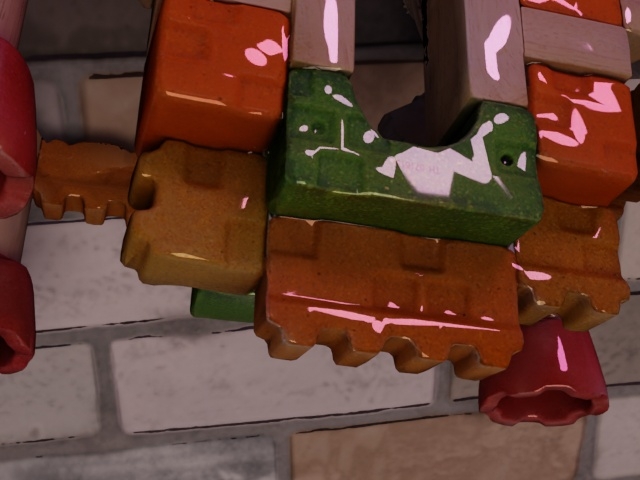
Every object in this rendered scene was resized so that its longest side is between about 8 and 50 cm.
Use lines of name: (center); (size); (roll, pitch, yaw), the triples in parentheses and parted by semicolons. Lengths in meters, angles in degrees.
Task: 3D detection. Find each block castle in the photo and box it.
block castle: (0.000, 0.000, 0.500); (0.453, 0.212, 0.303); (8, 153, -13)

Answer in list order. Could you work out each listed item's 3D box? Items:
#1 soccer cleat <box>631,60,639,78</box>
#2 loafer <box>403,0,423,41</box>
soccer cleat: (0.289, -0.185, 0.606); (0.331, 0.143, 0.116); (-19, 83, -22)
loafer: (0.081, -0.229, 0.550); (0.102, 0.092, 0.268); (-15, 132, -1)
